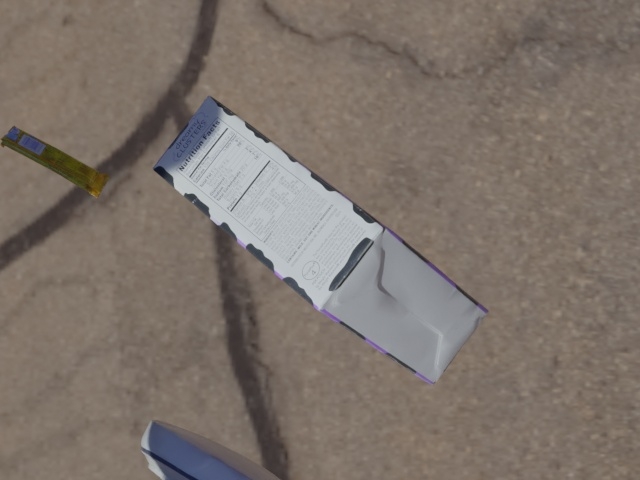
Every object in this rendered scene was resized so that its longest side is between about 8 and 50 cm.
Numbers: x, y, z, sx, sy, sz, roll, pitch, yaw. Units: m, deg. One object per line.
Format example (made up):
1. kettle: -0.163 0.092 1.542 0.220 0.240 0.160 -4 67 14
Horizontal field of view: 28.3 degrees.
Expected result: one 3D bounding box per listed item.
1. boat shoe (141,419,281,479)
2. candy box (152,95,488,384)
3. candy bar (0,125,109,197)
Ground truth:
1. boat shoe: -0.038 0.224 0.917 0.267 0.096 0.088 30 87 22
2. candy box: 0.000 0.000 0.890 0.196 0.165 0.070 38 91 39
3. candy bar: -0.374 -0.113 1.775 0.040 0.161 0.018 -62 0 -30
